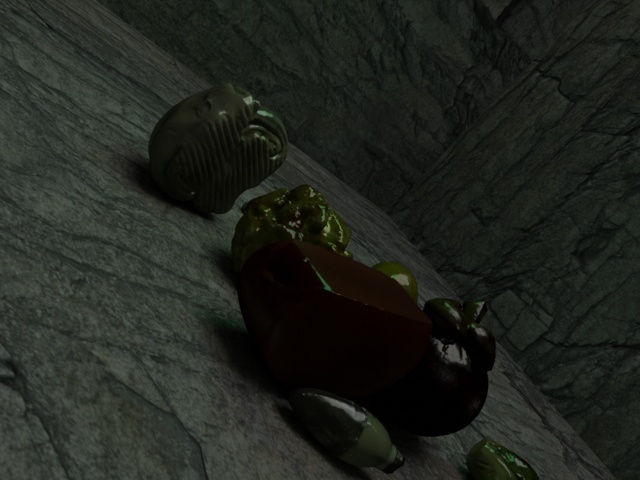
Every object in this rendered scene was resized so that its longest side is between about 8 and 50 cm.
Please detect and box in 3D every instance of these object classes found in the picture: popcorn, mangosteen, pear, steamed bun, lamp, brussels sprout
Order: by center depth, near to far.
[{"bbox_3d":[0.046,0.338,1.205,0.250,0.101,0.101,39,13,-11],"label":"lamp"},{"bbox_3d":[0.010,0.169,1.314,0.380,0.248,0.235,21,21,-38],"label":"steamed bun"},{"bbox_3d":[0.259,0.271,1.530,0.307,0.347,0.307,40,8,-6],"label":"mangosteen"},{"bbox_3d":[-0.075,0.014,1.562,0.282,0.282,0.246,-115,-170,-60],"label":"popcorn"},{"bbox_3d":[0.444,0.569,1.622,0.183,0.131,0.145,45,6,-18],"label":"brussels sprout"},{"bbox_3d":[-0.274,-0.245,1.661,0.219,0.324,0.310,47,3,33],"label":"steamed bun"},{"bbox_3d":[0.226,0.167,2.200,0.198,0.198,0.198,41,12,-11],"label":"pear"}]

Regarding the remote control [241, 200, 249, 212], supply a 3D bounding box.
[{"bbox_3d":[-0.154,-0.062,2.083,0.098,0.038,0.233,50,13,25],"label":"remote control"}]
